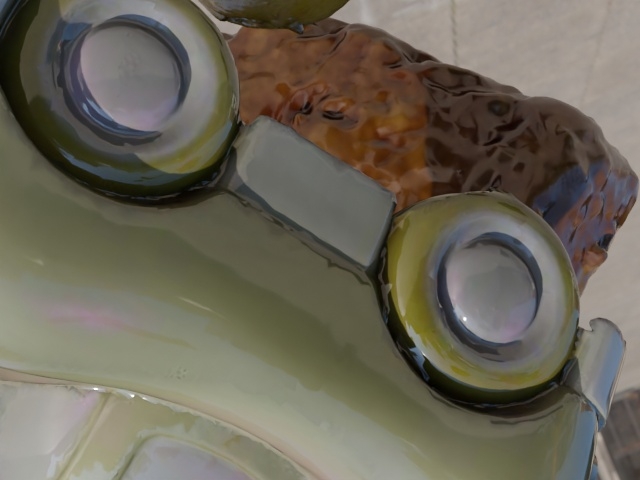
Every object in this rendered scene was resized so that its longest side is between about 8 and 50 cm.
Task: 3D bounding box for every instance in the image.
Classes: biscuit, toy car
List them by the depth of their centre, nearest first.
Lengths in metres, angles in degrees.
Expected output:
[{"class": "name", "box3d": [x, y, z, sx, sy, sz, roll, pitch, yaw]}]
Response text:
[{"class": "toy car", "box3d": [-0.074, 0.061, 0.487, 0.336, 0.226, 0.242, 29, 158, -17]}, {"class": "biscuit", "box3d": [0.000, 0.000, 0.911, 0.342, 0.395, 0.166, -61, 148, -10]}]

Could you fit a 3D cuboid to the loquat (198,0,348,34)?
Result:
[{"class": "loquat", "box3d": [-0.029, -0.195, 0.731, 0.141, 0.141, 0.141, -19, 167, -5]}]
